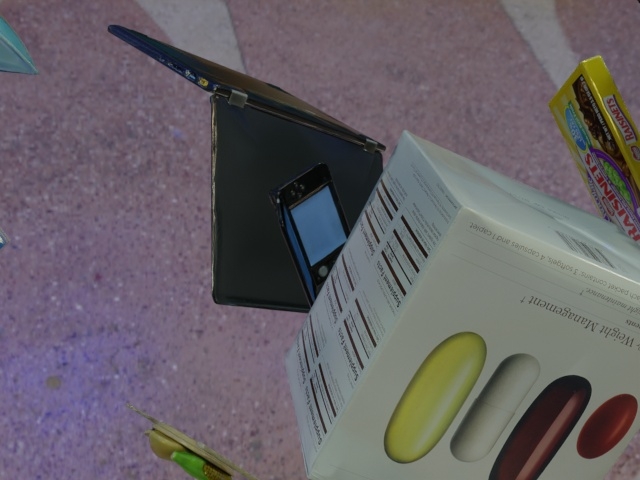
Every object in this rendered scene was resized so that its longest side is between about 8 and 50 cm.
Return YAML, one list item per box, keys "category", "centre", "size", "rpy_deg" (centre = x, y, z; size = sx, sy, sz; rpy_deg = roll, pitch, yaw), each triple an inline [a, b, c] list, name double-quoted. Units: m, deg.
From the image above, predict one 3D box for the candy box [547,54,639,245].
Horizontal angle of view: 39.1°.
- category: "candy box"
  centre: [0.288, -0.066, 0.878]
  size: [0.027, 0.105, 0.205]
  rpy_deg: [-20, 78, -7]

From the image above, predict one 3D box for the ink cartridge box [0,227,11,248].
- category: "ink cartridge box"
  centre: [-0.535, 0.017, 1.308]
  size: [0.148, 0.203, 0.086]
  rpy_deg: [-40, 100, -12]

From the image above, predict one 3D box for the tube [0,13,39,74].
- category: "tube"
  centre: [-0.186, -0.114, 0.449]
  size: [0.052, 0.080, 0.207]
  rpy_deg: [-52, 26, -11]

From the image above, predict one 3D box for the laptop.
- category: "laptop"
  centre: [-0.097, -0.095, 1.322]
  size: [0.408, 0.236, 0.382]
  rpy_deg: [34, 14, 36]

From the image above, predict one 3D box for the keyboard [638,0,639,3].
- category: "keyboard"
  centre: [0.355, -0.107, 0.720]
  size: [0.202, 0.033, 0.317]
  rpy_deg: [22, 36, -19]

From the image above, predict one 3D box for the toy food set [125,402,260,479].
- category: "toy food set"
  centre: [-0.165, 0.265, 1.113]
  size: [0.192, 0.132, 0.038]
  rpy_deg: [10, 63, 51]

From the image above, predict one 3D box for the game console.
- category: "game console"
  centre: [0.000, 0.000, 0.898]
  size: [0.107, 0.122, 0.071]
  rpy_deg: [-35, 32, -26]

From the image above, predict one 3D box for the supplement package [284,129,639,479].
- category: "supplement package"
  centre: [0.108, 0.069, 0.620]
  size: [0.194, 0.203, 0.149]
  rpy_deg: [21, 19, -17]
